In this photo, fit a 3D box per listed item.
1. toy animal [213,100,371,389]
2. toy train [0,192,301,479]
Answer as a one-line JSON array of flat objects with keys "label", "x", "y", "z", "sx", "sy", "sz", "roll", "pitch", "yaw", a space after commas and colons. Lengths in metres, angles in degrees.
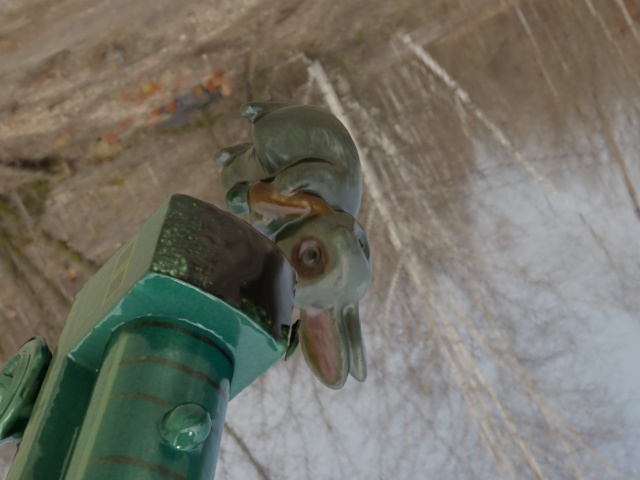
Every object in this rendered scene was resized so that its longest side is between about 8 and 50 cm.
[{"label": "toy animal", "x": 0.001, "y": -0.009, "z": 0.846, "sx": 0.138, "sy": 0.236, "sz": 0.108, "roll": -14, "pitch": 150, "yaw": -32}, {"label": "toy train", "x": -0.110, "y": 0.124, "z": 0.520, "sx": 0.194, "sy": 0.120, "sz": 0.298, "roll": -42, "pitch": -156, "yaw": 30}]
